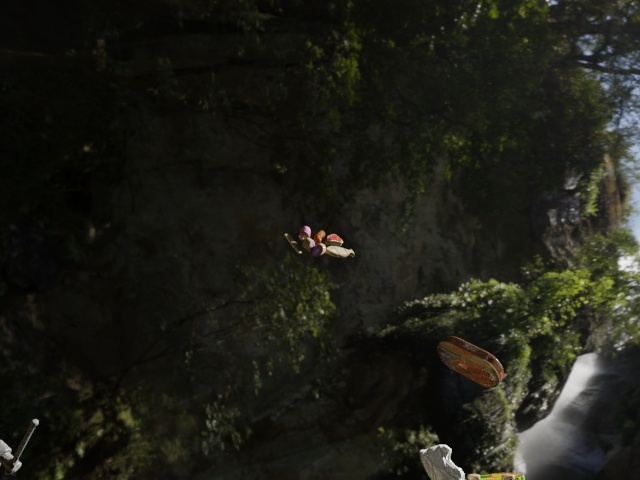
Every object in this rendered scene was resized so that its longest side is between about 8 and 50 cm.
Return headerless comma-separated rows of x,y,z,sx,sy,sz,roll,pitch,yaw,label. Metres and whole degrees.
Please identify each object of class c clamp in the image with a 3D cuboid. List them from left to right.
-0.380,0.208,0.536,0.160,0.022,0.137,27,-87,14,c clamp

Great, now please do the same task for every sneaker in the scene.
0.230,0.435,0.898,0.054,0.061,0.152,58,9,-51,sneaker

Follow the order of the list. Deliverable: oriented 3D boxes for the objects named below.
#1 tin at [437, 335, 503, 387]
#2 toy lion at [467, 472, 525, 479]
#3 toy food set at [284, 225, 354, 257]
0.404,0.325,1.373,0.189,0.040,0.106,24,-38,41,tin
0.341,0.463,0.979,0.100,0.096,0.034,-10,-108,21,toy lion
0.000,0.000,0.910,0.078,0.122,0.019,50,-54,39,toy food set
